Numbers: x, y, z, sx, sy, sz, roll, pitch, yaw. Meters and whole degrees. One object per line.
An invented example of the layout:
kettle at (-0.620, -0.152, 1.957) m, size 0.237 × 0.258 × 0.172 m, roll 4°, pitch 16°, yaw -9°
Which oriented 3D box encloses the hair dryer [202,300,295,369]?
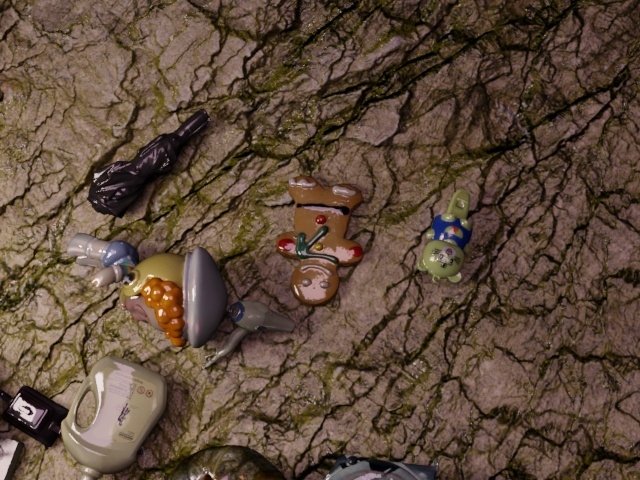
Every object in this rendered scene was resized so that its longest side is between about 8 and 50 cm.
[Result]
hair dryer at (-0.147, 0.210, 1.874) m, size 0.167 × 0.199 × 0.067 m, roll 7°, pitch 37°, yaw -34°

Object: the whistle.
whistle at (0.287, -0.008, 1.934) m, size 0.105 × 0.085 × 0.228 m, roll 22°, pitch 72°, yaw -2°

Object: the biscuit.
biscuit at (0.000, 0.000, 1.954) m, size 0.196 × 0.049 × 0.302 m, roll 7°, pitch 72°, yaw 5°

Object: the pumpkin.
pumpkin at (-0.188, 0.549, 1.662) m, size 0.320 × 0.192 × 0.321 m, roll -10°, pitch 62°, yaw 19°

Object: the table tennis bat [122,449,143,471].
table tennis bat at (-0.410, 0.454, 1.820) m, size 0.083 × 0.007 × 0.050 m, roll -18°, pitch 71°, yaw -4°

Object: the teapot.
teapot at (-0.597, 0.357, 1.808) m, size 0.177 × 0.096 × 0.087 m, roll 29°, pitch 74°, yaw 10°

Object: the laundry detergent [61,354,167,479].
laundry detergent at (-0.428, 0.374, 1.787) m, size 0.181 × 0.091 × 0.253 m, roll 26°, pitch 68°, yaw -11°

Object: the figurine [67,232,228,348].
figurine at (-0.364, 0.067, 1.840) m, size 0.381 × 0.224 × 0.205 m, roll 29°, pitch 70°, yaw 10°

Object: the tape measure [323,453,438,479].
tape measure at (0.103, 0.550, 1.713) m, size 0.256 × 0.147 × 0.275 m, roll 7°, pitch 70°, yaw 3°

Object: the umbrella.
umbrella at (-0.385, -0.184, 1.987) m, size 0.340 × 0.118 × 0.118 m, roll -43°, pitch 76°, yaw -13°

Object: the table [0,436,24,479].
table at (-0.709, 0.502, 1.751) m, size 0.121 × 0.111 × 0.240 m, roll 13°, pitch 72°, yaw 6°
